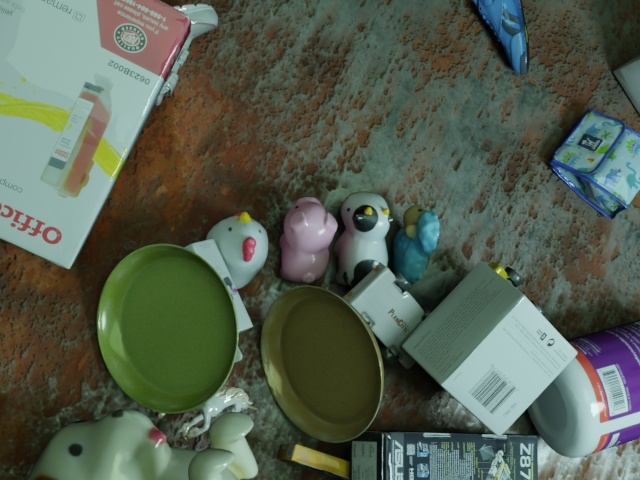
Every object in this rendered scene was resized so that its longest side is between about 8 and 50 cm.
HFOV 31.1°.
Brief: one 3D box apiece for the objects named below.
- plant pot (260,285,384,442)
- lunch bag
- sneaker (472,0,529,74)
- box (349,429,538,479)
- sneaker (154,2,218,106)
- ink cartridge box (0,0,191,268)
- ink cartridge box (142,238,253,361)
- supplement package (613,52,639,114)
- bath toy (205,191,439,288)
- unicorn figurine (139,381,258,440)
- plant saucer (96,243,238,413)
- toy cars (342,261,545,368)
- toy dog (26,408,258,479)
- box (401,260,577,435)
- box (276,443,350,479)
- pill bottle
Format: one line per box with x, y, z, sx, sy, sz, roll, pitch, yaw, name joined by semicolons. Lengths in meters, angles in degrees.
0.007;0.178;1.681;0.032;0.236;0.236;-16;86;-46;plant pot
0.482;-0.135;1.954;0.151;0.096;0.129;37;74;6;lunch bag
0.307;-0.382;1.957;0.082;0.069;0.209;-11;94;13;sneaker
0.188;0.481;1.704;0.318;0.097;0.395;7;79;-33;box
-0.252;-0.264;1.731;0.252;0.103;0.111;-35;94;-12;sneaker
-0.383;-0.189;1.578;0.279;0.160;0.384;26;91;-10;ink cartridge box
-0.172;0.102;1.675;0.061;0.104;0.181;-14;78;-62;ink cartridge box
0.699;-0.316;2.007;0.293;0.175;0.177;-34;94;-20;supplement package
0.000;0.000;1.749;0.348;0.129;0.151;-2;82;-18;bath toy
-0.177;0.237;1.685;0.162;0.060;0.111;43;71;-7;unicorn figurine
-0.212;0.124;1.635;0.037;0.241;0.241;-7;81;-63;plant saucer
0.188;0.103;1.785;0.394;0.087;0.176;0;116;-31;toy cars
-0.207;0.396;1.562;0.408;0.395;0.284;42;27;-7;toy dog
0.254;0.163;1.724;0.182;0.119;0.181;-47;129;0;box
0.010;0.336;1.720;0.136;0.081;0.028;19;75;-15;box
0.503;0.225;1.849;0.323;0.181;0.181;-12;85;-20;pill bottle
